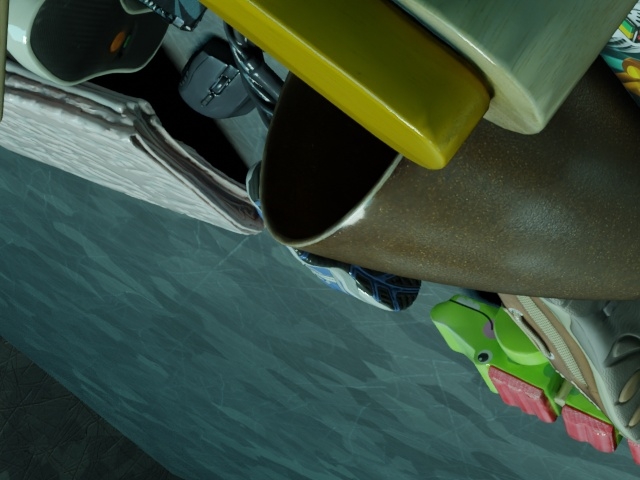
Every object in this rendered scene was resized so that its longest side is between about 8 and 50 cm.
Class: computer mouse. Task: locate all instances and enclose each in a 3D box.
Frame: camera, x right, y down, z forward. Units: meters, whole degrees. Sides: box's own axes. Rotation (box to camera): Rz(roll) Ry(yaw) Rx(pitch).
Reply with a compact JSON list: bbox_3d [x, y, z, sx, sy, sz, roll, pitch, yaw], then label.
[{"bbox_3d":[-0.068,-0.140,1.264,0.071,0.041,0.242,36,162,-8],"label":"computer mouse"}]

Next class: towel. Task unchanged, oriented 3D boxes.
[{"bbox_3d":[-0.243,-0.111,1.524,0.332,0.053,0.317,21,171,23],"label":"towel"}]

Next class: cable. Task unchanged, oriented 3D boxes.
[{"bbox_3d":[-0.009,-0.106,1.139,0.184,0.047,0.150,54,162,8],"label":"cable"}]

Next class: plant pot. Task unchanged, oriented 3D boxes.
[{"bbox_3d":[0.116,-0.054,0.950,0.230,0.215,0.215,24,168,-24],"label":"plant pot"}]

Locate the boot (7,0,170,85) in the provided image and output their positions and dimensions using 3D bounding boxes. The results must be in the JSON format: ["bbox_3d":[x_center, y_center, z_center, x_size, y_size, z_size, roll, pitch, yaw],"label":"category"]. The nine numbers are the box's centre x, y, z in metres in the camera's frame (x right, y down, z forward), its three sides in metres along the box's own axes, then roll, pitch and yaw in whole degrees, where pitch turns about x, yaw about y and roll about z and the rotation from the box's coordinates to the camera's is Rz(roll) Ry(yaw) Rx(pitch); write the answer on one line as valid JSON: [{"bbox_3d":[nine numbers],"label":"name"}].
[{"bbox_3d":[-0.233,-0.199,1.196,0.176,0.088,0.244,32,-169,8],"label":"boot"}]

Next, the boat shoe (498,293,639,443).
[{"bbox_3d":[0.202,0.040,1.183,0.116,0.123,0.324,27,158,44],"label":"boat shoe"}]

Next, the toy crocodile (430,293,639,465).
[{"bbox_3d":[0.243,0.136,1.375,0.341,0.105,0.115,23,161,29],"label":"toy crocodile"}]

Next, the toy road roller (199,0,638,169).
[{"bbox_3d":[-0.001,-0.191,0.748,0.329,0.202,0.240,37,175,1],"label":"toy road roller"}]

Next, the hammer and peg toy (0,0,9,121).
[{"bbox_3d":[-0.282,-0.225,0.939,0.127,0.266,0.361,-2,-162,-32],"label":"hammer and peg toy"}]

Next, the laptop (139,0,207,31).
[{"bbox_3d":[-0.150,-0.267,1.098,0.234,0.136,0.264,35,-171,-8],"label":"laptop"}]

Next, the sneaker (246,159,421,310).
[{"bbox_3d":[0.000,0.000,1.467,0.211,0.080,0.081,43,157,-28],"label":"sneaker"}]

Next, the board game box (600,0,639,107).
[{"bbox_3d":[0.288,-0.077,0.781,0.305,0.053,0.193,11,154,50],"label":"board game box"}]
